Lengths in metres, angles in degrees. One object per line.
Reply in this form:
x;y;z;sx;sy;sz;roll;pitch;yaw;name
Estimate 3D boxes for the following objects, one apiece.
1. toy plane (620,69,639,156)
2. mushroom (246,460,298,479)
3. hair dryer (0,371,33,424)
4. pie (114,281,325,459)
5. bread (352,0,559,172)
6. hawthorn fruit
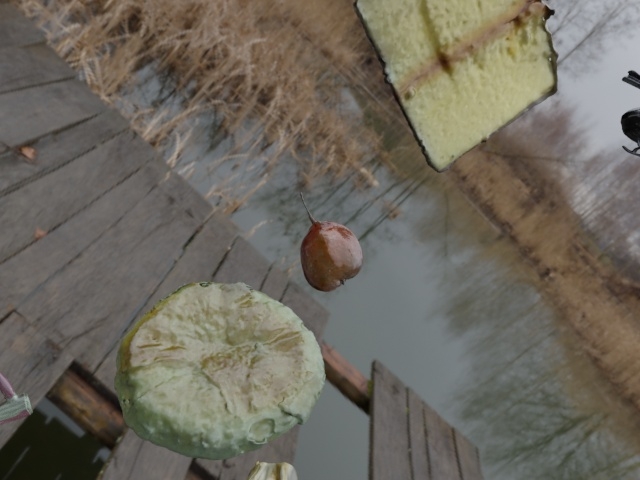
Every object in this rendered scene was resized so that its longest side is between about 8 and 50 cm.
0.318;-0.099;0.561;0.145;0.060;0.037;13;-8;-17;toy plane
-0.077;0.368;0.612;0.095;0.123;0.351;26;26;-8;mushroom
-0.730;0.343;1.444;0.054;0.106;0.154;15;-62;63;hair dryer
-0.149;0.181;0.925;0.306;0.071;0.306;5;48;-6;pie
0.164;-0.214;0.684;0.240;0.178;0.135;57;30;-33;bread
0.000;0.000;0.647;0.103;0.066;0.067;59;17;5;hawthorn fruit
